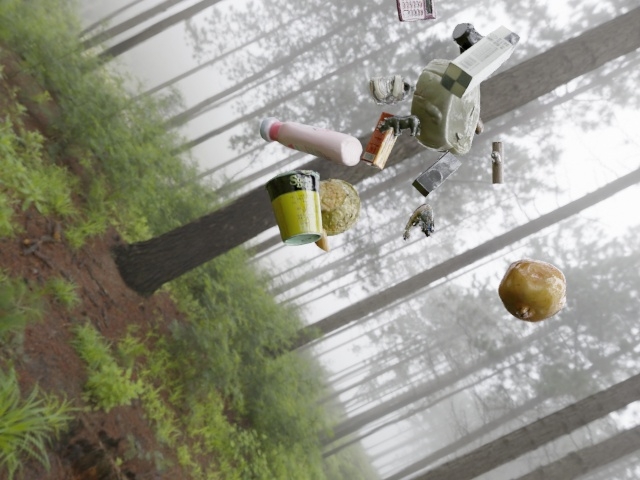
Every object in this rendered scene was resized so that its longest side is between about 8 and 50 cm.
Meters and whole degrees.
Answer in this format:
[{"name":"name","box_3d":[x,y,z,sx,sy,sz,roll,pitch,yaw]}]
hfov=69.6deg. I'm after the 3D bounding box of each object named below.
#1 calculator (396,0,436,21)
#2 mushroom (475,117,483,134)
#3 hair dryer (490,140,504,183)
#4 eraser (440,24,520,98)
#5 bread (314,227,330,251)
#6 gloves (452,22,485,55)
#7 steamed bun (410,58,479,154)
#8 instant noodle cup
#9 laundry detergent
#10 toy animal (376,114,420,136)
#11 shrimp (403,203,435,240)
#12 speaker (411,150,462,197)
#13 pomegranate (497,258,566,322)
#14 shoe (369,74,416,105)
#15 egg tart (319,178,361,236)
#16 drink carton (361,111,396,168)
[{"name":"calculator","box_3d":[0.319,-0.804,1.544,0.034,0.190,0.127,15,-59,52]},{"name":"mushroom","box_3d":[0.750,-0.574,2.258,0.129,0.073,0.088,29,47,-12]},{"name":"hair dryer","box_3d":[0.785,-0.342,2.043,0.220,0.053,0.195,-25,113,-65]},{"name":"eraser","box_3d":[0.561,-0.630,1.603,0.098,0.404,0.096,40,-35,12]},{"name":"bread","box_3d":[0.000,0.001,1.946,0.049,0.062,0.103,-48,127,-67]},{"name":"gloves","box_3d":[0.634,-0.788,1.903,0.203,0.124,0.164,33,27,-27]},{"name":"steamed bun","box_3d":[0.493,-0.525,1.891,0.247,0.236,0.384,34,-40,41]},{"name":"instant noodle cup","box_3d":[-0.083,-0.112,1.684,0.215,0.215,0.236,61,16,-75]},{"name":"laundry detergent","box_3d":[-0.040,-0.315,1.437,0.335,0.088,0.159,22,4,28]},{"name":"toy animal","box_3d":[0.242,-0.359,1.442,0.047,0.135,0.065,-34,124,-63]},{"name":"shrimp","box_3d":[0.501,-0.068,2.365,0.054,0.222,0.290,32,26,-18]},{"name":"speaker","box_3d":[0.455,-0.262,1.799,0.082,0.218,0.044,47,-25,8]},{"name":"pomegranate","box_3d":[0.680,0.157,1.482,0.209,0.209,0.209,-25,90,-89]},{"name":"shoe","box_3d":[0.236,-0.492,1.504,0.180,0.092,0.089,-7,92,-50]},{"name":"egg tart","box_3d":[0.034,-0.175,2.170,0.132,0.341,0.341,75,-8,-56]},{"name":"drink carton","box_3d":[0.267,-0.428,1.985,0.071,0.223,0.096,27,6,34]}]
